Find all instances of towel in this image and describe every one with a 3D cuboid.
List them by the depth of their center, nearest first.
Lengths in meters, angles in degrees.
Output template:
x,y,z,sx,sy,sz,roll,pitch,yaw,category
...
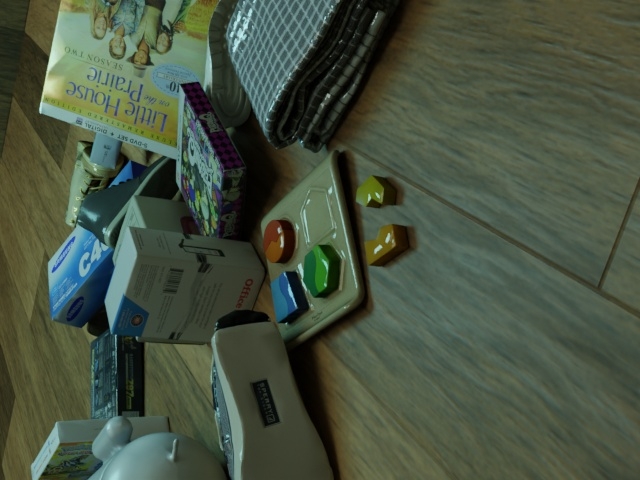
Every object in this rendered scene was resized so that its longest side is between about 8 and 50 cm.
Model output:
x,y,z,sx,sy,sz,roll,pitch,yaw,category
-0.019,-0.295,1.163,0.283,0.121,0.235,-60,38,34,towel

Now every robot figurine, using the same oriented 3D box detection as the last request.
x,y,z,sx,sy,sz,roll,pitch,yaw,category
-0.267,0.421,1.354,0.299,0.200,0.353,57,139,10,robot figurine

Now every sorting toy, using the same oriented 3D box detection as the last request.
x,y,z,sx,sy,sz,roll,pitch,yaw,category
0.000,0.000,1.143,0.307,0.041,0.229,-39,51,50,sorting toy

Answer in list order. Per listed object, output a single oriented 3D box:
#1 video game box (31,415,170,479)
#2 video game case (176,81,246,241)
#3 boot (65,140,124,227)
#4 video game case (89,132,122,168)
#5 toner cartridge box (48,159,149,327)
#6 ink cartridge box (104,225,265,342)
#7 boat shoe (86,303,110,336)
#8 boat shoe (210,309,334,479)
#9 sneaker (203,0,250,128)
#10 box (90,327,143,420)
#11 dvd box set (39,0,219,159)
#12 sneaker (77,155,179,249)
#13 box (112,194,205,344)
x,y,z,sx,sy,sz,roll,pitch,yaw,category
-0.402,0.384,1.594,0.187,0.205,0.048,-54,44,41,video game box
-0.181,-0.105,1.406,0.210,0.042,0.232,101,149,-44,video game case
-0.534,-0.119,2.041,0.262,0.095,0.203,30,109,60,boot
-0.406,-0.325,1.802,0.244,0.061,0.269,125,156,-54,video game case
-0.442,0.012,1.794,0.348,0.075,0.165,-45,43,28,toner cartridge box
-0.207,0.071,1.326,0.148,0.203,0.086,-67,31,25,ink cartridge box
-0.439,0.134,1.863,0.190,0.068,0.072,-44,34,33,boat shoe
-0.070,0.272,1.156,0.158,0.127,0.340,108,152,-62,boat shoe
-0.158,-0.302,1.447,0.095,0.090,0.235,-169,88,-70,sneaker
-0.420,0.302,1.787,0.183,0.059,0.232,-32,57,53,box
-0.318,-0.383,1.553,0.062,0.308,0.420,-44,-27,-72,dvd box set
-0.356,-0.094,1.627,0.118,0.083,0.222,27,68,31,sneaker
-0.261,0.050,1.499,0.148,0.127,0.232,-66,34,28,box
